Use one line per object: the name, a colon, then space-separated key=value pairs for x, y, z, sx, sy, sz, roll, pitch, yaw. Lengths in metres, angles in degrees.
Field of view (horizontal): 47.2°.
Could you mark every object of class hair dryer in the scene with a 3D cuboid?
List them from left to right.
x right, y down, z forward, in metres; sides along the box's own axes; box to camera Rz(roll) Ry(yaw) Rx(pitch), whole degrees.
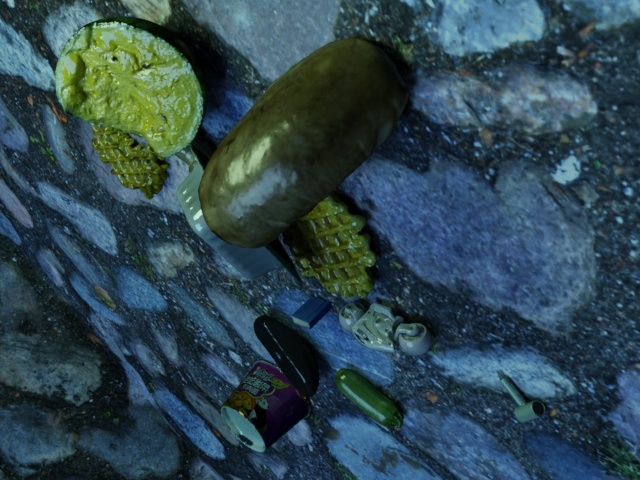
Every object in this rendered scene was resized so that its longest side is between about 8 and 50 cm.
hair dryer: x=0.416 y=0.324 z=1.545 sx=0.124 sy=0.038 sz=0.063 roll=54 pitch=146 yaw=5

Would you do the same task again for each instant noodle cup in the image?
instant noodle cup: x=-0.181 y=0.529 z=2.290 sx=0.251 sy=0.190 sz=0.251 roll=29 pitch=142 yaw=26

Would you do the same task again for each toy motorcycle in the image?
toy motorcycle: x=0.136 y=0.208 z=1.673 sx=0.254 sy=0.112 sz=0.112 roll=15 pitch=134 yaw=42

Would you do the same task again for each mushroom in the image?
mushroom: x=-0.360 y=-0.262 z=1.772 sx=0.247 sy=0.096 sz=0.108 roll=40 pitch=139 yaw=9
mushroom: x=-0.038 y=-0.185 z=1.318 sx=0.224 sy=0.313 sz=0.397 roll=48 pitch=142 yaw=-7

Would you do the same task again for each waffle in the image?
waffle: x=-0.546 y=-0.245 z=2.029 sx=0.293 sy=0.069 sz=0.259 roll=44 pitch=146 yaw=8
waffle: x=0.002 y=-0.002 z=1.657 sx=0.307 sy=0.060 sz=0.311 roll=25 pitch=139 yaw=33

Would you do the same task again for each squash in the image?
squash: x=0.128 y=0.418 z=1.933 sx=0.219 sy=0.068 sz=0.077 roll=36 pitch=140 yaw=17

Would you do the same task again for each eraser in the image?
eraser: x=-0.022 y=0.181 z=1.848 sx=0.063 sy=0.085 sz=0.027 roll=15 pitch=135 yaw=42

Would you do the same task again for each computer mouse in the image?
computer mouse: x=-0.080 y=0.310 z=2.046 sx=0.269 sy=0.086 sz=0.137 roll=51 pitch=154 yaw=13

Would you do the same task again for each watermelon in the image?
watermelon: x=-0.397 y=-0.360 z=1.615 sx=0.331 sy=0.189 sz=0.330 roll=2 pitch=127 yaw=3

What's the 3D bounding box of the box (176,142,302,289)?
box: x=-0.198 y=-0.033 z=1.617 sx=0.336 sy=0.106 sz=0.264 roll=47 pitch=-174 yaw=-44
